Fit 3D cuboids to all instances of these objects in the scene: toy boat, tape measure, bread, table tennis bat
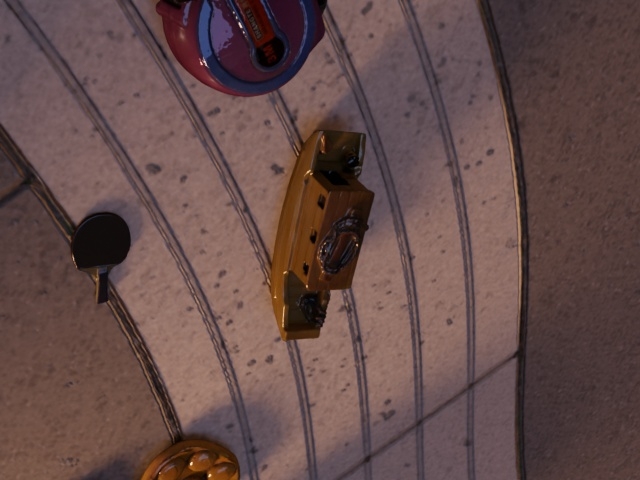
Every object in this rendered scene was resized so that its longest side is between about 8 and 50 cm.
[{"bbox_3d":[0.000,0.000,1.059,0.057,0.077,0.200,-2,120,-30],"label":"toy boat"},{"bbox_3d":[-0.056,-0.172,0.921,0.125,0.074,0.118,-34,125,-13],"label":"tape measure"},{"bbox_3d":[-0.128,0.234,1.170,0.110,0.024,0.110,-14,124,-21],"label":"bread"},{"bbox_3d":[-0.180,0.015,1.011,0.050,0.007,0.083,-10,122,-25],"label":"table tennis bat"}]
